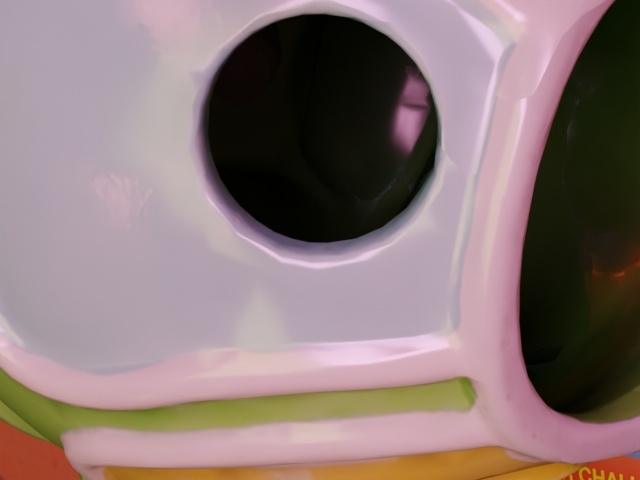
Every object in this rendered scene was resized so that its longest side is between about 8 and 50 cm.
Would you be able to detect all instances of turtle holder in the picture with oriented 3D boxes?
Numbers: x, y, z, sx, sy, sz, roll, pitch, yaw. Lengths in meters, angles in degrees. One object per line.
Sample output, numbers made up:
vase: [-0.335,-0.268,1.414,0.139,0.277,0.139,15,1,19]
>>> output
turtle holder: [-0.008,-0.012,0.469,0.227,0.243,0.320,24,83,43]

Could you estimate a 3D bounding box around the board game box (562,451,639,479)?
board game box: [0.068,0.144,0.665,0.308,0.086,0.302,7,109,41]
